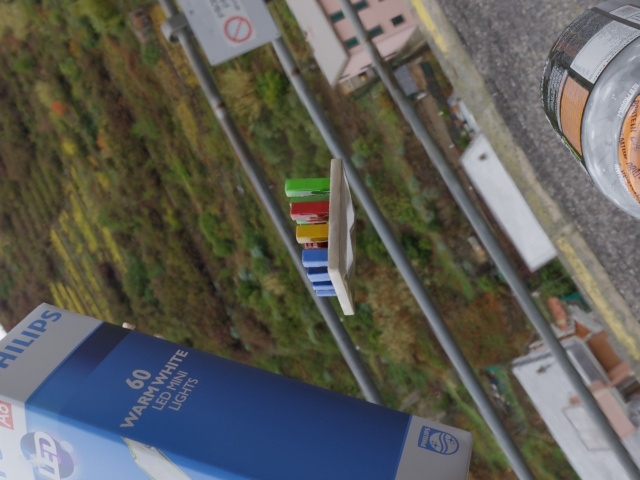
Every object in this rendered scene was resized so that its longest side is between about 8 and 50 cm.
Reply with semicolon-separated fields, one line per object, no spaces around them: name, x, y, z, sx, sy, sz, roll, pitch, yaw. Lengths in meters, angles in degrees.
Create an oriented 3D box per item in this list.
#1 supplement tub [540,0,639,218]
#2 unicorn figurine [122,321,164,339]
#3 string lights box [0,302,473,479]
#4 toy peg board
supplement tub;0.341;-0.134;0.701;0.316;0.193;0.194;-75;-36;-65
unicorn figurine;-0.175;0.124;0.580;0.060;0.111;0.162;21;161;-13
string lights box;-0.060;0.138;0.394;0.077;0.259;0.133;-59;-20;-55
toy peg board;0.000;0.000;0.948;0.161;0.079;0.161;69;-158;-62
